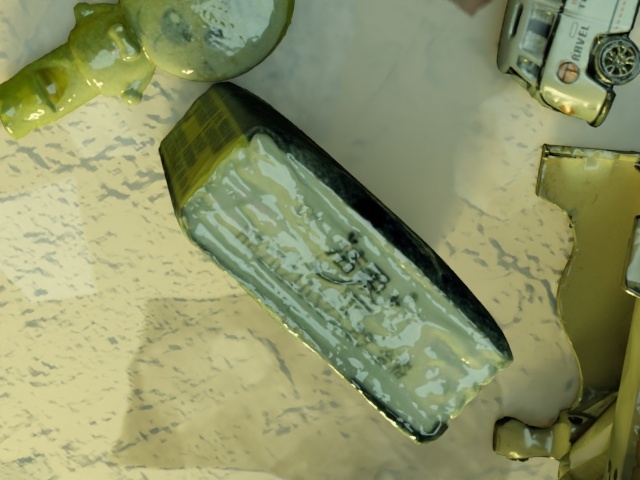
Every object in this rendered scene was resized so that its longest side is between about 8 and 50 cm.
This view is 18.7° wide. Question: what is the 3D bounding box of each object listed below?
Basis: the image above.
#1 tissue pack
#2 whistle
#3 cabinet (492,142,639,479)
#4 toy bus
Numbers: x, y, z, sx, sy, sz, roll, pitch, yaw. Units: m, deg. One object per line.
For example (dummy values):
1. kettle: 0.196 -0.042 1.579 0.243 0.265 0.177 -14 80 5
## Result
1. tissue pack: 0.000 0.000 1.096 0.185 0.257 0.081 41 93 -12
2. whistle: -0.107 -0.123 1.168 0.198 0.057 0.104 -31 93 9
3. cabinet: 0.288 0.084 1.126 0.318 0.290 0.227 5 102 -6
4. toy bus: 0.163 -0.169 1.165 0.089 0.087 0.194 15 101 -1
